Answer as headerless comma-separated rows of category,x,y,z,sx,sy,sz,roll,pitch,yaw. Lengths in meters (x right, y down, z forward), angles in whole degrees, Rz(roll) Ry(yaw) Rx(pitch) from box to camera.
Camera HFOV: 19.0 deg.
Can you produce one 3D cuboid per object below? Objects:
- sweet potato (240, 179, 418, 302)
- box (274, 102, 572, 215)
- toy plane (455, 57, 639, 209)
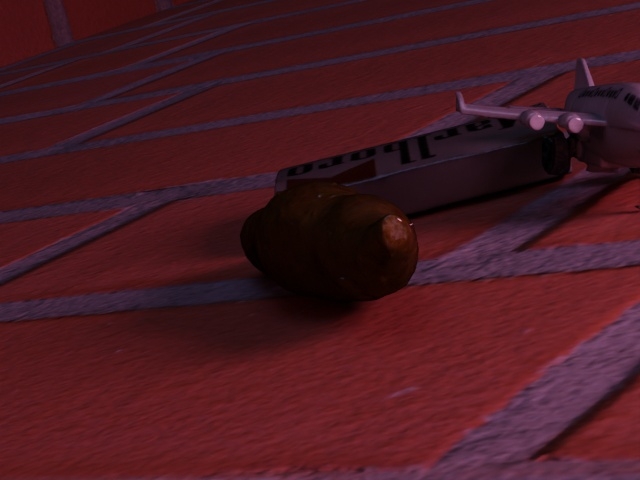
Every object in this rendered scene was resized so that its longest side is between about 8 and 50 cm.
sweet potato,0.000,0.000,0.990,0.067,0.067,0.274,-18,7,-14
box,0.062,-0.043,1.178,0.178,0.036,0.115,-14,12,4
toy plane,0.160,-0.062,1.046,0.162,0.065,0.171,0,17,-9
